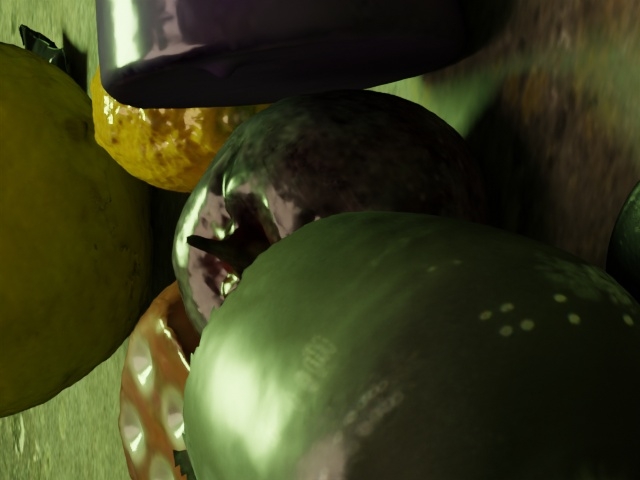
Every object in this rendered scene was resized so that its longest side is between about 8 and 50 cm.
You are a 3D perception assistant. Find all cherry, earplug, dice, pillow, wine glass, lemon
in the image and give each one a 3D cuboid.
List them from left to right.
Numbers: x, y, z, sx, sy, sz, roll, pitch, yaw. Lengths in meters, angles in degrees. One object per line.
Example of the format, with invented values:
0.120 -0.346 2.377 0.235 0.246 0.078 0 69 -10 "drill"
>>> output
-0.334 -0.002 1.615 0.350 0.387 0.350 155 90 -85 "lemon"
-0.273 -0.140 1.830 0.090 0.048 0.150 -123 27 -59 "pillow"
-0.091 -0.103 1.300 0.187 0.142 0.142 21 118 61 "lemon"
-0.048 -0.312 1.054 0.215 0.215 0.456 162 101 -67 "earplug"
-0.022 0.115 1.166 0.175 0.179 0.174 60 147 40 "dice"
0.013 -0.003 1.040 0.195 0.195 0.195 171 90 -67 "cherry"
0.090 0.126 0.811 0.323 0.238 0.238 34 130 46 "wine glass"

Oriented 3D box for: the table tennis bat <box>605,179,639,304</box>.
0.173 0.058 0.890 0.150 0.027 0.236 65 152 29 "table tennis bat"
